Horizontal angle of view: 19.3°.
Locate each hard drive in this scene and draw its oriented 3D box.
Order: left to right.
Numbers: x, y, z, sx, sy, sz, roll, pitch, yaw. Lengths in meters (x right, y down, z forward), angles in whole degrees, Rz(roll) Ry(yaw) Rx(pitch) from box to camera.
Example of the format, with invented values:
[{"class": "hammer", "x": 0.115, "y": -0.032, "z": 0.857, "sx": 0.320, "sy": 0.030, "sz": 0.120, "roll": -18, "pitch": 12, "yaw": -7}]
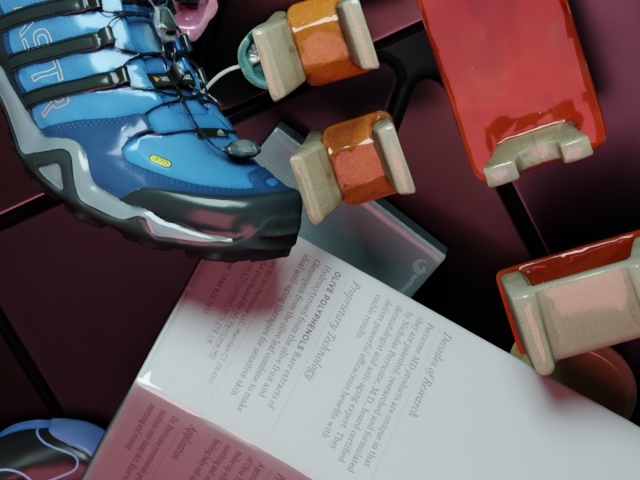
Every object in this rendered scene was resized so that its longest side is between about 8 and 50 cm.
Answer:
[{"class": "hard drive", "x": 0.000, "y": 0.000, "z": 1.196, "sx": 0.135, "sy": 0.022, "sz": 0.094, "roll": 37, "pitch": 115, "yaw": -6}]

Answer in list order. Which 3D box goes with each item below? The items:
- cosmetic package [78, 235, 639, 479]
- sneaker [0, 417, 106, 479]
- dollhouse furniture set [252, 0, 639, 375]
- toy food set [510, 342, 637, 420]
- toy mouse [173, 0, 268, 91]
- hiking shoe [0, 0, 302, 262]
[{"class": "cosmetic package", "x": 0.051, "y": 0.162, "z": 1.150, "sx": 0.366, "sy": 0.155, "sz": 0.197, "roll": 29, "pitch": 143, "yaw": -4}, {"class": "sneaker", "x": -0.248, "y": 0.186, "z": 1.288, "sx": 0.232, "sy": 0.090, "sz": 0.081, "roll": -15, "pitch": 109, "yaw": 17}, {"class": "dollhouse furniture set", "x": 0.123, "y": -0.064, "z": 1.096, "sx": 0.262, "sy": 0.135, "sz": 0.259, "roll": -16, "pitch": 101, "yaw": 9}, {"class": "toy food set", "x": 0.161, "y": 0.096, "z": 1.207, "sx": 0.083, "sy": 0.020, "sz": 0.082, "roll": 4, "pitch": 114, "yaw": 9}, {"class": "toy mouse", "x": -0.047, "y": -0.141, "z": 1.134, "sx": 0.161, "sy": 0.031, "sz": 0.143, "roll": 21, "pitch": 115, "yaw": -9}, {"class": "hiking shoe", "x": -0.121, "y": -0.099, "z": 1.073, "sx": 0.304, "sy": 0.113, "sz": 0.132, "roll": 36, "pitch": 114, "yaw": 27}]
